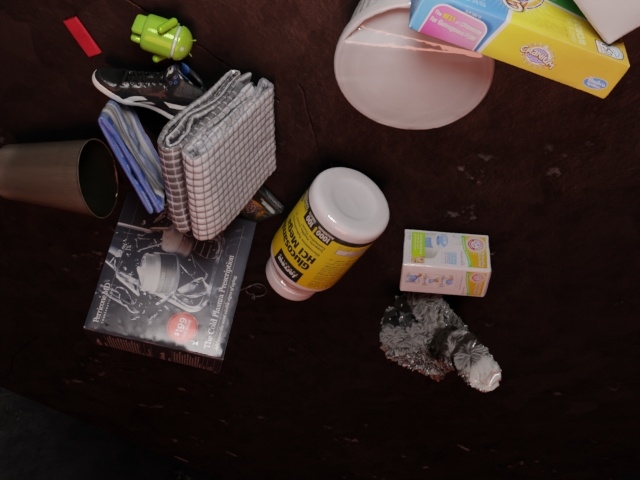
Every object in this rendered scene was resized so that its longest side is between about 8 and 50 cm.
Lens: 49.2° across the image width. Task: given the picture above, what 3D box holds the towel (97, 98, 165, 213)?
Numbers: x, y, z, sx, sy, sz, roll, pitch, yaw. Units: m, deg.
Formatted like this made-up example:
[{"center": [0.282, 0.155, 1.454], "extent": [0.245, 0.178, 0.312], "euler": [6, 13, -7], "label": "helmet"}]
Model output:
[{"center": [-0.360, -0.176, 1.373], "extent": [0.034, 0.285, 0.209], "euler": [-26, 111, 0], "label": "towel"}]

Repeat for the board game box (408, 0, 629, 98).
[{"center": [0.294, -0.360, 1.059], "extent": [0.316, 0.242, 0.064], "euler": [16, 139, -9], "label": "board game box"}]

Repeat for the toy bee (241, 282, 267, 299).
[{"center": [-0.317, 0.161, 1.887], "extent": [0.298, 0.162, 0.195], "euler": [-4, 137, 16], "label": "toy bee"}]

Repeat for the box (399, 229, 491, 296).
[{"center": [0.295, 0.054, 1.665], "extent": [0.203, 0.114, 0.103], "euler": [5, 140, 5], "label": "box"}]

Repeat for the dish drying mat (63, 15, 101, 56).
[{"center": [-0.460, -0.394, 1.354], "extent": [0.032, 0.008, 0.083], "euler": [-9, 137, 21], "label": "dish drying mat"}]

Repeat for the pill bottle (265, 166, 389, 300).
[{"center": [0.000, 0.000, 1.600], "extent": [0.187, 0.188, 0.334], "euler": [22, 139, -15], "label": "pill bottle"}]

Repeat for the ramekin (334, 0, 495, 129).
[{"center": [0.163, -0.330, 1.201], "extent": [0.272, 0.127, 0.273], "euler": [8, 145, 5], "label": "ramekin"}]

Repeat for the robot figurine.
[{"center": [-0.289, -0.375, 1.294], "extent": [0.115, 0.067, 0.101], "euler": [18, 151, -11], "label": "robot figurine"}]

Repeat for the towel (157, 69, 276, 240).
[{"center": [-0.200, -0.173, 1.371], "extent": [0.121, 0.284, 0.235], "euler": [21, 140, 17], "label": "towel"}]

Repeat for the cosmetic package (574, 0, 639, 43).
[{"center": [0.503, -0.463, 0.914], "extent": [0.385, 0.217, 0.156], "euler": [-28, 128, 34], "label": "cosmetic package"}]

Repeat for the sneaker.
[{"center": [-0.326, -0.318, 1.374], "extent": [0.216, 0.079, 0.121], "euler": [18, 138, -24], "label": "sneaker"}]

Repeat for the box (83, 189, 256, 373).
[{"center": [-0.344, 0.101, 1.648], "extent": [0.312, 0.343, 0.179], "euler": [13, 158, -5], "label": "box"}]

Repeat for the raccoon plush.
[{"center": [0.332, 0.317, 1.782], "extent": [0.216, 0.446, 0.299], "euler": [-42, 125, 7], "label": "raccoon plush"}]

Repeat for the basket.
[{"center": [-0.602, -0.148, 1.578], "extent": [0.226, 0.154, 0.204], "euler": [6, 144, 10], "label": "basket"}]

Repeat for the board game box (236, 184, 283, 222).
[{"center": [-0.190, -0.109, 1.634], "extent": [0.126, 0.026, 0.186], "euler": [-19, 133, 30], "label": "board game box"}]
